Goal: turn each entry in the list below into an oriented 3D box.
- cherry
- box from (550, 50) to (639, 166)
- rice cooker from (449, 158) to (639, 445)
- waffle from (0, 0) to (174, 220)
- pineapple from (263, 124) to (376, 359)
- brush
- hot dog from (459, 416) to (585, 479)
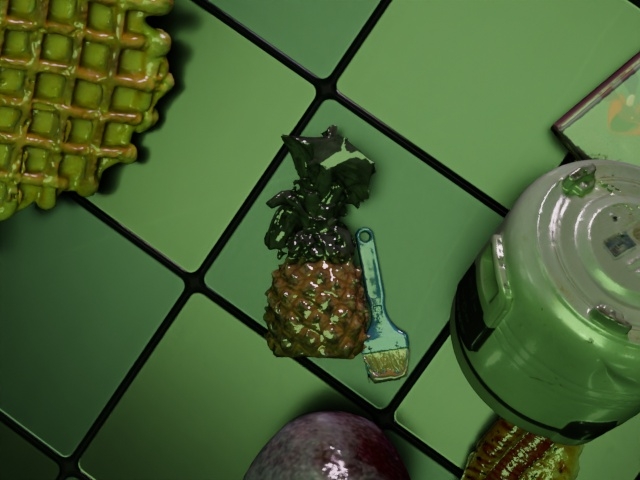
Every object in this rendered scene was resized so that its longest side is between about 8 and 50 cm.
[{"bbox_3d":[0.004,0.269,1.068,0.195,0.195,0.195,0,93,7],"label":"cherry"},{"bbox_3d":[0.348,-0.140,1.061,0.224,0.069,0.120,-42,88,8],"label":"box"},{"bbox_3d":[0.237,0.058,0.996,0.225,0.244,0.226,4,61,-8],"label":"rice cooker"},{"bbox_3d":[-0.286,-0.171,1.083,0.309,0.065,0.283,-37,124,-4],"label":"waffle"},{"bbox_3d":[0.000,0.000,1.099,0.119,0.111,0.237,1,87,-18],"label":"pineapple"},{"bbox_3d":[0.059,0.067,1.136,0.051,0.014,0.164,-11,90,7],"label":"brush"},{"bbox_3d":[0.209,0.224,1.105,0.099,0.053,0.192,32,97,2],"label":"hot dog"}]
